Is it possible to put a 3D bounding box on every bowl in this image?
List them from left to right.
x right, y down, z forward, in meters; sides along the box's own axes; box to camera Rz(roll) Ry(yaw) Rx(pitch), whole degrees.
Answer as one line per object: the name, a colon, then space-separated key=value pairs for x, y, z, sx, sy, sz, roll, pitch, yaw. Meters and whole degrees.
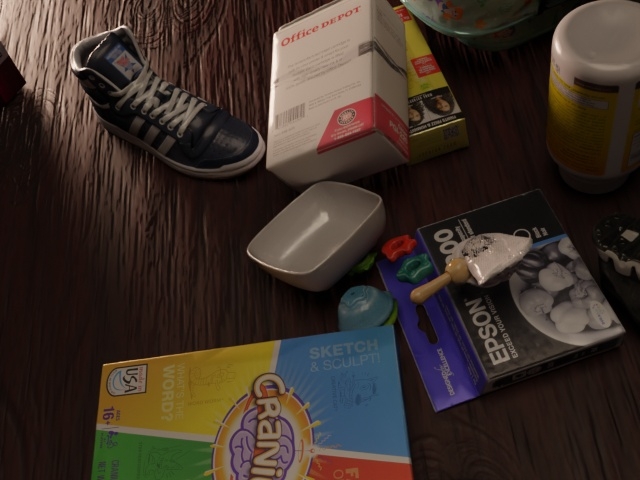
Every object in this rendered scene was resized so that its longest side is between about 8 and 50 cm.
bowl: x=0.000 y=0.000 z=0.978 sx=0.142 sy=0.053 sz=0.142 roll=-43 pitch=34 yaw=-19

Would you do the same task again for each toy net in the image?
toy net: x=0.121 y=0.036 z=0.909 sx=0.232 sy=0.045 sz=0.122 roll=-17 pitch=30 yaw=28

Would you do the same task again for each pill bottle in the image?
pill bottle: x=0.310 y=-0.148 z=0.936 sx=0.117 sy=0.215 sz=0.117 roll=-6 pitch=54 yaw=8

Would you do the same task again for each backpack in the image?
backpack: x=0.223 y=-0.368 z=1.124 sx=0.253 sy=0.191 sz=0.225 roll=-25 pitch=53 yaw=-18

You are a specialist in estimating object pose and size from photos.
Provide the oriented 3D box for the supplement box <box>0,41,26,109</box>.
supplement box: x=-0.540 y=-0.194 z=1.200 sx=0.073 sy=0.130 sz=0.239 roll=21 pitch=63 yaw=24

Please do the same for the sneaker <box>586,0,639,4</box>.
sneaker: x=0.363 y=-0.285 z=1.015 sx=0.130 sy=0.109 sz=0.286 roll=-15 pitch=98 yaw=12

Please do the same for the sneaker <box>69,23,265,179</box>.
sneaker: x=-0.207 y=-0.181 z=1.106 sx=0.282 sy=0.153 sz=0.099 roll=23 pitch=63 yaw=25

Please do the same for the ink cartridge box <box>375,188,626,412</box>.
ink cartridge box: x=0.184 y=0.058 z=0.924 sx=0.208 sy=0.045 sz=0.206 roll=-20 pitch=54 yaw=-1

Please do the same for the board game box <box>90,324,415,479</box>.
board game box: x=-0.066 y=0.221 z=0.847 sx=0.316 sy=0.064 sz=0.242 roll=-9 pitch=54 yaw=6

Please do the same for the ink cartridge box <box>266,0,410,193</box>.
ink cartridge box: x=0.022 y=-0.183 z=1.054 sx=0.158 sy=0.092 sz=0.218 roll=-17 pitch=58 yaw=30

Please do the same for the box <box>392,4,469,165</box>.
box: x=0.114 y=-0.208 z=1.117 sx=0.087 sy=0.058 sz=0.232 roll=-18 pitch=53 yaw=1

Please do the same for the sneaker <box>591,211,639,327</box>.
sneaker: x=0.371 y=0.064 z=0.839 sx=0.078 sy=0.106 sz=0.234 roll=-36 pitch=49 yaw=-24
